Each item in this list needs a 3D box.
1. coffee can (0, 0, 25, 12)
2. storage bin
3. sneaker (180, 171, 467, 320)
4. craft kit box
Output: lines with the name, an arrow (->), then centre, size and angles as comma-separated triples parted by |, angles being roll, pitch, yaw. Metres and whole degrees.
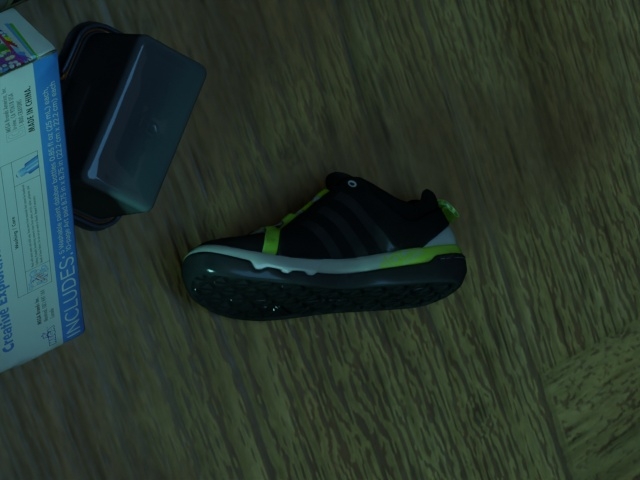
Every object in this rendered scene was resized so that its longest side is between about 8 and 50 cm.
coffee can -> -0.241, -0.217, 0.946 | 0.275, 0.201, 0.202 | -30, 107, -26
storage bin -> -0.139, -0.080, 1.078 | 0.098, 0.091, 0.135 | 27, 78, -29
sneaker -> 0.000, 0.000, 1.187 | 0.234, 0.084, 0.097 | 0, 68, -32
craft kit box -> -0.262, 0.015, 0.951 | 0.246, 0.061, 0.250 | -30, 145, -29
